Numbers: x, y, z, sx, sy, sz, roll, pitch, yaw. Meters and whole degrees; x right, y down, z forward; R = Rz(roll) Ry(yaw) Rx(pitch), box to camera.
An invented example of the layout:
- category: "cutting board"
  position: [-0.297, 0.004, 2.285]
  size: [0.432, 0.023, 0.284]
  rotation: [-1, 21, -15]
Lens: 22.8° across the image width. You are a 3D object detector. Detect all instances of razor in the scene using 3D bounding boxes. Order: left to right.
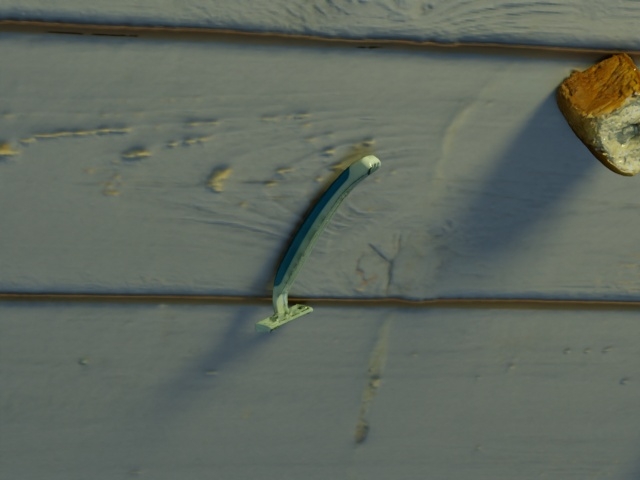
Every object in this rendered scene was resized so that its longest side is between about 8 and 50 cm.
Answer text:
- category: "razor"
  position: [-0.003, -0.002, 1.382]
  size: [0.068, 0.037, 0.191]
  rotation: [-24, 148, -53]

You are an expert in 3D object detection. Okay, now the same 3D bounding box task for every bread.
- category: "bread"
  position: [0.246, -0.102, 1.322]
  size: [0.076, 0.070, 0.083]
  rotation: [-31, 127, 15]
